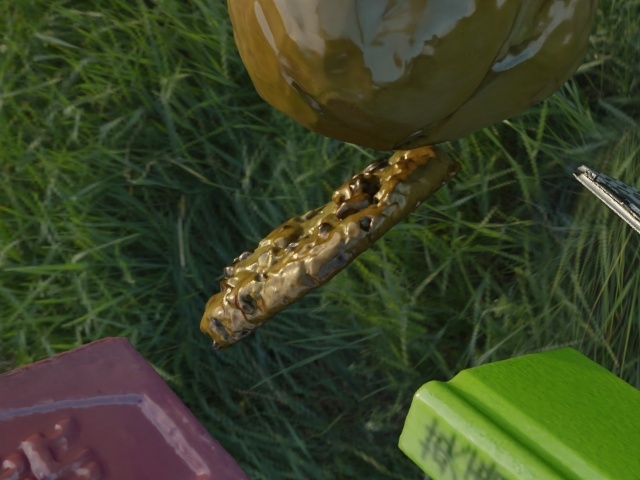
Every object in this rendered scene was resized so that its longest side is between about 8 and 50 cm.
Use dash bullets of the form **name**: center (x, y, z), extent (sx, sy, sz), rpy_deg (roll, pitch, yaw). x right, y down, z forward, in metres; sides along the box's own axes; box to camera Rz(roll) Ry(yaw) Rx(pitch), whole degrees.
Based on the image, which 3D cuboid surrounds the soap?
- **soap**: center (-0.224, 0.224, 0.636), extent (0.233, 0.359, 0.128), rpy_deg (42, 132, 29)

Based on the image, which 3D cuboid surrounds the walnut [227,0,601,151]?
- **walnut**: center (0.082, -0.276, 0.849), extent (0.308, 0.354, 0.397), rpy_deg (12, 93, 40)

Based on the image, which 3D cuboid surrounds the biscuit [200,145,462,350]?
- **biscuit**: center (0.002, -0.002, 1.032), extent (0.334, 0.289, 0.081), rpy_deg (-37, 91, 39)

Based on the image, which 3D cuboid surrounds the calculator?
- **calculator**: center (0.467, -0.015, 1.305), extent (0.028, 0.166, 0.274), rpy_deg (-61, 36, 22)

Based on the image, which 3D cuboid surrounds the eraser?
- **eraser**: center (0.227, 0.197, 0.756), extent (0.274, 0.210, 0.092), rpy_deg (38, 123, 43)
